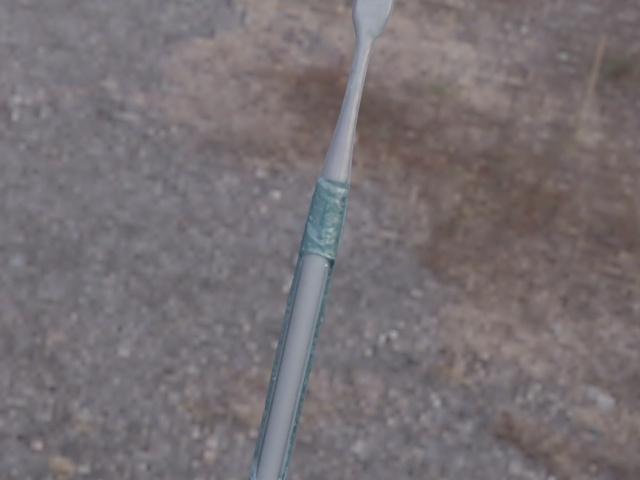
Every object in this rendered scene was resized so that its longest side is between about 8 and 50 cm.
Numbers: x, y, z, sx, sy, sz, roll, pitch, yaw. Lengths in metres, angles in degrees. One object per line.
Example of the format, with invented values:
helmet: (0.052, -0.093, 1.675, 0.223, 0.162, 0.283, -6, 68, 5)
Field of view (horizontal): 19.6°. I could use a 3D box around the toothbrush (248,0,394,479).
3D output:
toothbrush: (0.000, 0.000, 0.497, 0.011, 0.167, 0.014, 12, 10, 0)
